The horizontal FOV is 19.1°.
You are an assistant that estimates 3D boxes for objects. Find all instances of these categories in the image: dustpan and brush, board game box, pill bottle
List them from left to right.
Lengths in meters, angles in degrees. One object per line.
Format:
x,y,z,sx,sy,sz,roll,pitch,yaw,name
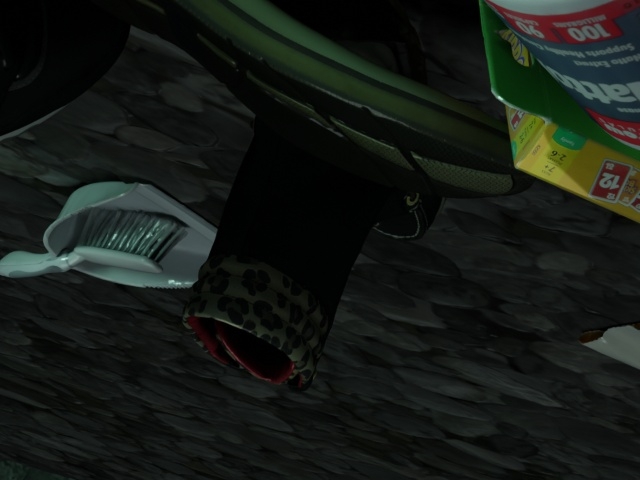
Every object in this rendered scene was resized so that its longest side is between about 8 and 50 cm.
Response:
-0.174,0.006,1.456,0.211,0.060,0.147,4,159,40,dustpan and brush
0.131,-0.093,0.715,0.108,0.108,0.180,6,160,37,pill bottle
0.181,-0.034,0.853,0.259,0.124,0.039,25,120,-16,board game box

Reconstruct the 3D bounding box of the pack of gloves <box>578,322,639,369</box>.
0.319,0.117,1.312,0.232,0.046,0.195,24,164,-20,pack of gloves

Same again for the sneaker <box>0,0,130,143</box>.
-0.193,-0.093,0.901,0.283,0.107,0.124,-13,-176,-38,sneaker

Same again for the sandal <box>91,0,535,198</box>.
-0.024,-0.115,0.878,0.303,0.086,0.120,33,169,1,sandal

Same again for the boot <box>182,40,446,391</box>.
-0.002,-0.001,1.033,0.085,0.178,0.236,13,162,19,boot
